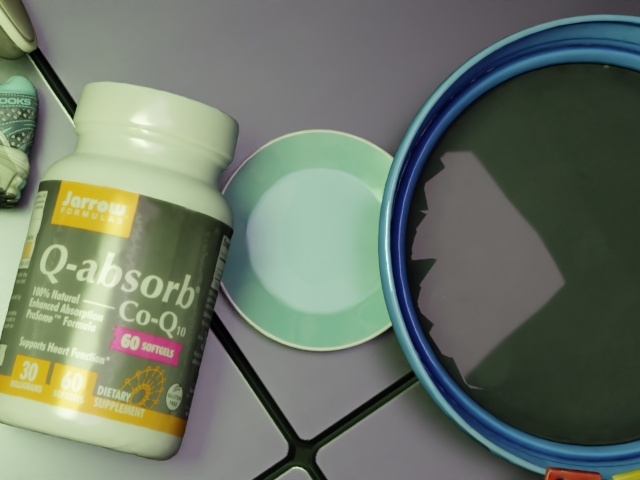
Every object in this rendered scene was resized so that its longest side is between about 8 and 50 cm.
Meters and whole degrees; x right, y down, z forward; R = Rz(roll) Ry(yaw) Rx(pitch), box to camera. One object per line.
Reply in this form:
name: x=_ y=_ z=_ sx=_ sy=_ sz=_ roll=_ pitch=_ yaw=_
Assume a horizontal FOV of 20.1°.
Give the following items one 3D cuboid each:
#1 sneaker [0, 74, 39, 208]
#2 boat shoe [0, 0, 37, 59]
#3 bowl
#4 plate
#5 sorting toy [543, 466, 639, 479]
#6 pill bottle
sneaker: x=-0.365 y=-0.123 z=1.473 sx=0.283 sy=0.110 sz=0.122 roll=21 pitch=70 yaw=-10
boat shoe: x=-0.357 y=-0.266 z=1.484 sx=0.095 sy=0.112 sz=0.335 roll=-37 pitch=83 yaw=9
bowl: x=0.236 y=0.009 z=1.509 sx=0.391 sy=0.077 sz=0.391 roll=1 pitch=86 yaw=-10
plate: x=0.000 y=0.000 z=1.525 sx=0.188 sy=0.024 sz=0.188 roll=1 pitch=84 yaw=-5
sorting toy: x=0.218 y=0.309 z=1.460 sx=0.132 sy=0.046 sz=0.274 roll=11 pitch=103 yaw=-14
pill bottle: x=-0.159 y=0.025 z=1.436 sx=0.162 sy=0.162 sz=0.278 roll=13 pitch=82 yaw=-4
